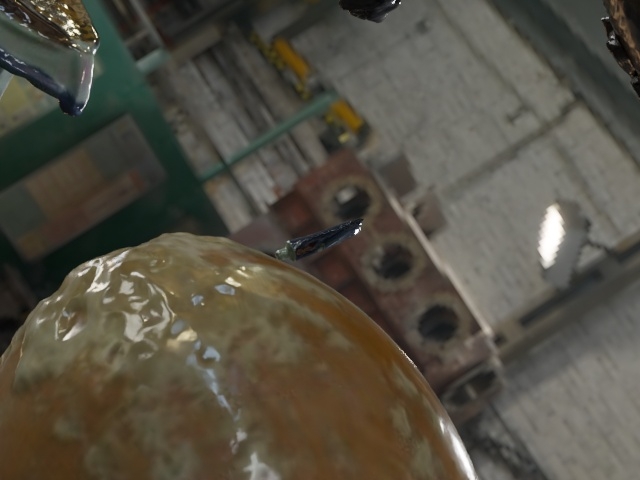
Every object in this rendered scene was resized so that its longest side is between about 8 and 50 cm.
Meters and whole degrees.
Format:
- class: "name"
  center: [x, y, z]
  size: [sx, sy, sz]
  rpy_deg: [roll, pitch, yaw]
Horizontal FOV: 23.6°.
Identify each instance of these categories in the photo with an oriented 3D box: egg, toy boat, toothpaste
- class: "egg"
  center: [-0.033, 0.118, 0.540]
  size: [0.203, 0.203, 0.245]
  rpy_deg: [-139, -142, -76]
- class: "toy boat"
  center: [-0.236, -0.147, 0.952]
  size: [0.262, 0.115, 0.114]
  rpy_deg: [49, 25, 21]
- class: "toothpaste"
  center: [0.000, 0.000, 1.296]
  size: [0.019, 0.083, 0.027]
  rpy_deg: [61, -21, 21]

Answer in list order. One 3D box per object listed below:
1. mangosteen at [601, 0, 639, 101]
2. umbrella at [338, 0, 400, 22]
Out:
- class: "mangosteen"
  center: [0.352, -0.195, 0.992]
  size: [0.307, 0.347, 0.307]
  rpy_deg: [48, 21, -25]
- class: "umbrella"
  center: [0.070, -0.281, 1.144]
  size: [0.071, 0.248, 0.071]
  rpy_deg: [21, 23, -9]
